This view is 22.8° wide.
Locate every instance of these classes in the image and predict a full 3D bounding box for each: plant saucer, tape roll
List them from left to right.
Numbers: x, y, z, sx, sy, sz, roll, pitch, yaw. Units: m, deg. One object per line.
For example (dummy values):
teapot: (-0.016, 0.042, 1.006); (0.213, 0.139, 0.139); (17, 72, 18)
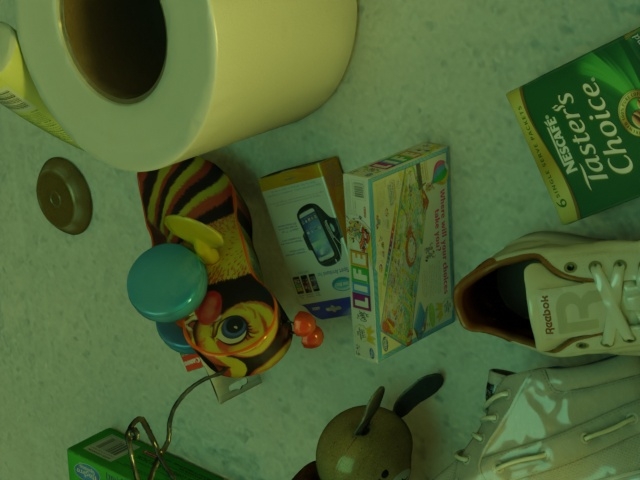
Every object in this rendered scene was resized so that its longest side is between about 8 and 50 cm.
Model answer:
plant saucer: (-0.267, -0.044, 1.628); (0.083, 0.015, 0.083); (19, 119, 38)
tape roll: (-0.113, -0.193, 1.310); (0.246, 0.169, 0.246); (18, 118, 38)

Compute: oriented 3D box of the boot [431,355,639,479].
boot: (0.145, 0.160, 1.234); (0.258, 0.095, 0.123); (-17, 87, 18)

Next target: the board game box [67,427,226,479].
board game box: (-0.153, 0.381, 1.657); (0.242, 0.064, 0.317); (16, 117, 39)

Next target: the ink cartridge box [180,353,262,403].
ink cartridge box: (-0.104, 0.093, 1.494); (0.029, 0.063, 0.115); (-21, 92, 45)

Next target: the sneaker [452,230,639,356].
sneaker: (0.222, 0.048, 1.125); (0.290, 0.123, 0.106); (-4, 102, 43)

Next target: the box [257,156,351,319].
box: (0.000, 0.000, 1.384); (0.081, 0.028, 0.136); (-11, 101, 45)

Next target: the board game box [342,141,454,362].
board game box: (0.065, 0.008, 1.270); (0.026, 0.103, 0.154); (13, 115, 40)

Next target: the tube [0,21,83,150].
tube: (-0.234, -0.119, 1.446); (0.062, 0.240, 0.070); (-24, 59, 17)

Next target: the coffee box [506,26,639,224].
coffee box: (0.226, -0.089, 1.121); (0.184, 0.040, 0.113); (-22, 91, 46)

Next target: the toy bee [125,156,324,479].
toy bee: (-0.078, 0.058, 1.391); (0.162, 0.195, 0.298); (-8, 83, 11)

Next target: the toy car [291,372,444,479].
toy car: (0.048, 0.199, 1.344); (0.149, 0.155, 0.188); (34, 115, 29)
